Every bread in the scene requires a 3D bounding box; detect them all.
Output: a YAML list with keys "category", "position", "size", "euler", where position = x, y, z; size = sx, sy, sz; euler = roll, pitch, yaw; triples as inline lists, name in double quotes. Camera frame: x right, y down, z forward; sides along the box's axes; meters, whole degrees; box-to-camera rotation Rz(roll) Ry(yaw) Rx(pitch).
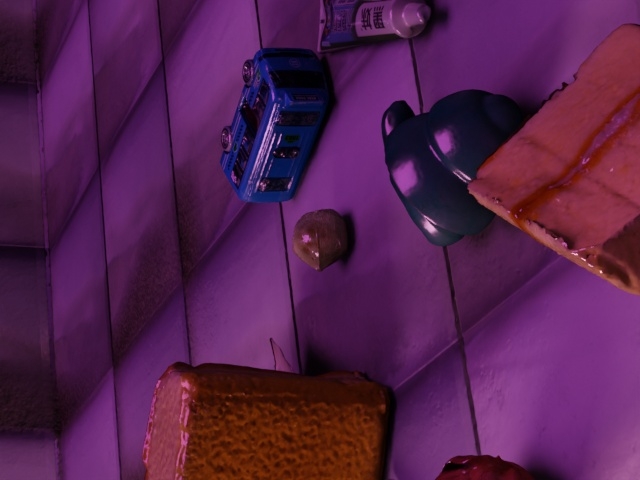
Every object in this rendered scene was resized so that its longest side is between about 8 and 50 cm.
- category: "bread"
  position: [0.294, -0.095, 1.462]
  size: [0.263, 0.198, 0.236]
  euler: [41, 117, 59]
- category: "bread"
  position: [-0.077, 0.337, 2.061]
  size: [0.143, 0.333, 0.323]
  euler: [15, 97, 64]

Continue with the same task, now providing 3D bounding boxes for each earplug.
- category: "earplug"
  position: [0.161, -0.103, 1.842]
  size: [0.280, 0.164, 0.257]
  euler: [-41, 12, 43]

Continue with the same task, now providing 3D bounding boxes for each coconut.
- category: "coconut"
  position: [0.000, 0.000, 2.228]
  size: [0.088, 0.088, 0.096]
  euler: [146, 129, -61]

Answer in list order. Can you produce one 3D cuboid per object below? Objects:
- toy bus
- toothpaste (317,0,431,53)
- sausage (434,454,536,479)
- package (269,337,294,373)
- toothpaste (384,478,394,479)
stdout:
- category: "toy bus"
  position: [-0.071, -0.182, 2.372]
  size: [0.246, 0.113, 0.134]
  euler: [112, 146, -40]
- category: "toothpaste"
  position: [0.067, -0.321, 2.142]
  size: [0.392, 0.061, 0.098]
  euler: [-165, 77, -67]
- category: "sausage"
  position: [0.172, 0.376, 1.707]
  size: [0.152, 0.152, 0.279]
  euler: [-135, 53, -59]
- category: "package"
  position: [-0.043, 0.289, 2.262]
  size: [0.204, 0.062, 0.251]
  euler: [-148, 55, -73]
- category: "toothpaste"
  position: [0.121, 0.391, 1.942]
  size: [0.037, 0.067, 0.255]
  euler: [58, 172, -32]
